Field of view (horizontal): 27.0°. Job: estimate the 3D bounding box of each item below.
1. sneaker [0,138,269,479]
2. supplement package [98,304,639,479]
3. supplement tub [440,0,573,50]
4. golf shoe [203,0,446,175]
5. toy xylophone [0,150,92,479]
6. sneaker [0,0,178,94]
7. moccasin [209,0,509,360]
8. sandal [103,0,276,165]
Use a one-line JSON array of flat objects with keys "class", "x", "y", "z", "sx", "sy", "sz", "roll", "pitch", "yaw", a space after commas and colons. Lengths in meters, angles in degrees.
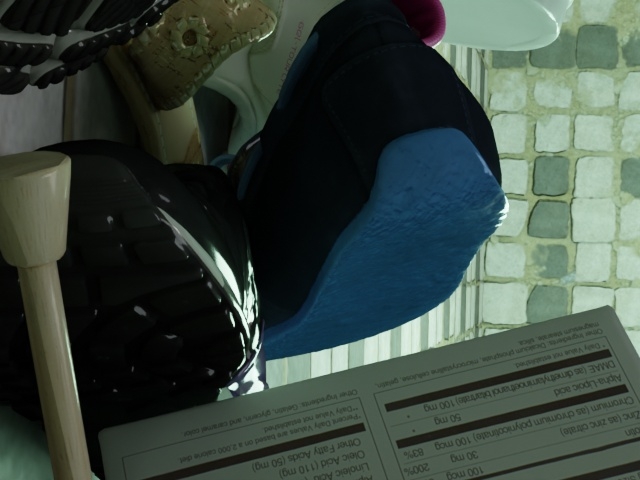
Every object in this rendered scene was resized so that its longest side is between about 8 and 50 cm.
[{"class": "sneaker", "x": -0.076, "y": 0.011, "z": 0.540, "sx": 0.283, "sy": 0.107, "sz": 0.124, "roll": 85, "pitch": 4, "yaw": -66}, {"class": "supplement package", "x": 0.041, "y": 0.183, "z": 0.542, "sx": 0.261, "sy": 0.204, "sz": 0.145, "roll": 83, "pitch": -9, "yaw": -46}, {"class": "supplement tub", "x": 0.111, "y": -0.322, "z": 0.923, "sx": 0.241, "sy": 0.241, "sz": 0.331, "roll": 38, "pitch": 68, "yaw": -75}, {"class": "golf shoe", "x": 0.006, "y": -0.085, "z": 0.788, "sx": 0.306, "sy": 0.140, "sz": 0.115, "roll": 74, "pitch": 19, "yaw": -59}, {"class": "toy xylophone", "x": -0.126, "y": 0.100, "z": 0.314, "sx": 0.236, "sy": 0.081, "sz": 0.322, "roll": -46, "pitch": 136, "yaw": -72}, {"class": "sneaker", "x": -0.081, "y": -0.145, "z": 0.502, "sx": 0.118, "sy": 0.107, "sz": 0.279, "roll": 50, "pitch": 36, "yaw": -3}, {"class": "moccasin", "x": 0.016, "y": -0.019, "z": 0.698, "sx": 0.342, "sy": 0.138, "sz": 0.116, "roll": 131, "pitch": -57, "yaw": -65}, {"class": "sandal", "x": -0.057, "y": -0.091, "z": 0.624, "sx": 0.088, "sy": 0.079, "sz": 0.240, "roll": -71, "pitch": 159, "yaw": -54}]
